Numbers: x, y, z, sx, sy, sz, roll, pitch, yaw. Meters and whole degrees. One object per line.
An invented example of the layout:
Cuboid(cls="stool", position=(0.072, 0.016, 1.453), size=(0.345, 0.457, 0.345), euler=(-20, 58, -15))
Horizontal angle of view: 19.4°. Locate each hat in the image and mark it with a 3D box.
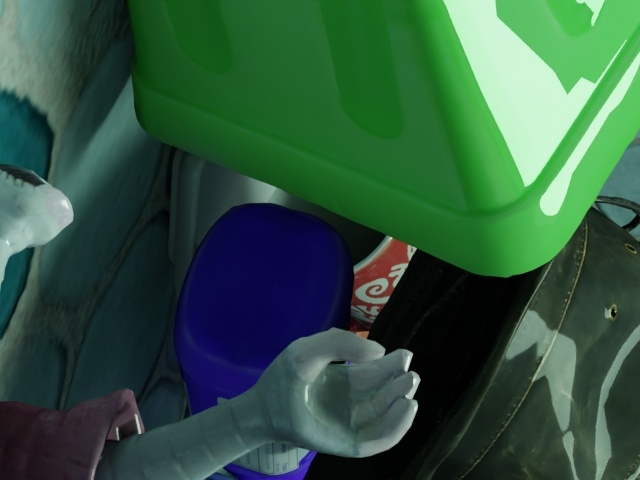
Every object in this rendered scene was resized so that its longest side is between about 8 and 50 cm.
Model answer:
Cuboid(cls="hat", position=(0.109, 0.071, 0.978), size=(0.331, 0.134, 0.331), euler=(-53, -172, 11))

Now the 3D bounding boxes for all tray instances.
Cuboid(cls="tray", position=(-0.033, -0.085, 1.140), size=(0.145, 0.030, 0.270), euler=(97, 17, -48))

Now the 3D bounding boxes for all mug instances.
Cuboid(cls="mug", position=(0.029, 0.011, 1.316), size=(0.169, 0.150, 0.113), euler=(40, 48, -52))

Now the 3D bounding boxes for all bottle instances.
Cuboid(cls="bottle", position=(-0.031, 0.083, 1.134), size=(0.283, 0.092, 0.118), euler=(90, 18, -64))

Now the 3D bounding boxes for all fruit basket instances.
Cuboid(cls="fruit basket", position=(0.083, -0.153, 0.933), size=(0.392, 0.283, 0.392), euler=(-35, 137, -41))

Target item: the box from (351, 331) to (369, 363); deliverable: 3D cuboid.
Cuboid(cls="box", position=(0.113, 0.119, 1.919), size=(0.300, 0.154, 0.142), euler=(-43, 152, -70))

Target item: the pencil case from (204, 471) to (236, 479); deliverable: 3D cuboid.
Cuboid(cls="pencil case", position=(-0.093, 0.267, 1.250), size=(0.133, 0.119, 0.306), euler=(-60, 166, -30))

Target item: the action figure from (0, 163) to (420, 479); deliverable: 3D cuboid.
Cuboid(cls="action figure", position=(-0.140, 0.098, 0.521), size=(0.275, 0.248, 0.370), euler=(-39, -150, 24))
